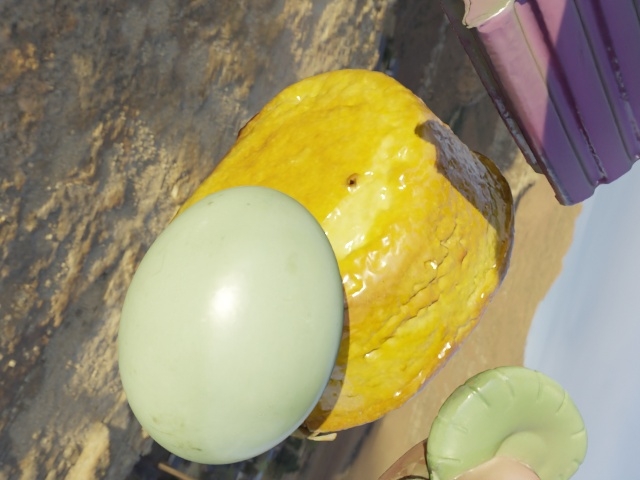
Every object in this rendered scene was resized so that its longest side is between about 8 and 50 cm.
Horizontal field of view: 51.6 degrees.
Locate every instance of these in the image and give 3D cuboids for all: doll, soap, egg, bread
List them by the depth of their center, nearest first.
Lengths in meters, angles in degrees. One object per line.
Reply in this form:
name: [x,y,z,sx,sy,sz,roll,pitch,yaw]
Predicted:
soap: [0.167,-0.119,0.424,0.122,0.065,0.203,-36,138,11]
egg: [-0.059,0.057,0.455,0.149,0.149,0.192,-8,118,-74]
doll: [0.132,0.259,0.523,0.284,0.216,0.268,-43,115,-9]
bread: [-0.001,0.003,0.676,0.358,0.337,0.204,-54,130,-6]
